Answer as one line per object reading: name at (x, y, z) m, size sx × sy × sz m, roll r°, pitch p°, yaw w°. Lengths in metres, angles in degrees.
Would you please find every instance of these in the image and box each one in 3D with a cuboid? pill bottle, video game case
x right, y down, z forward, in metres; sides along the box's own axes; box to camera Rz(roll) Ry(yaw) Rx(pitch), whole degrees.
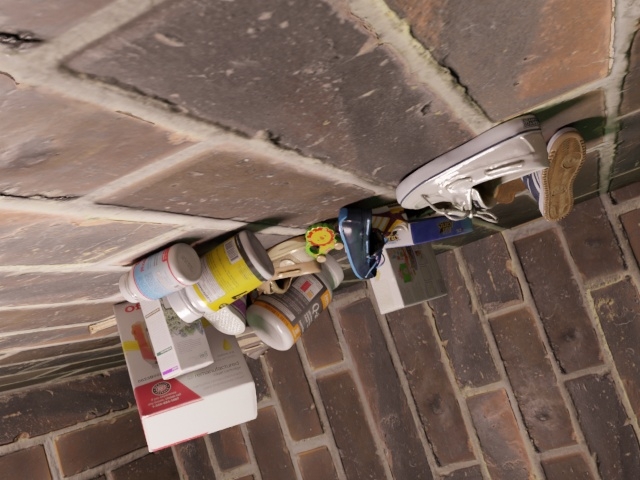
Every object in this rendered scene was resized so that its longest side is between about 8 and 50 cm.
pill bottle at (-0.211, 0.077, 1.483) m, size 0.209 × 0.119 × 0.119 m, roll -31°, pitch 169°, yaw 8°
pill bottle at (-0.066, 0.160, 1.992) m, size 0.278 × 0.162 × 0.162 m, roll -46°, pitch -174°, yaw -29°
pill bottle at (-0.322, 0.070, 1.421) m, size 0.160 × 0.087 × 0.087 m, roll -23°, pitch 170°, yaw 26°
video game case at (0.241, -0.023, 1.955) m, size 0.270 × 0.061 × 0.244 m, roll -11°, pitch -177°, yaw -44°

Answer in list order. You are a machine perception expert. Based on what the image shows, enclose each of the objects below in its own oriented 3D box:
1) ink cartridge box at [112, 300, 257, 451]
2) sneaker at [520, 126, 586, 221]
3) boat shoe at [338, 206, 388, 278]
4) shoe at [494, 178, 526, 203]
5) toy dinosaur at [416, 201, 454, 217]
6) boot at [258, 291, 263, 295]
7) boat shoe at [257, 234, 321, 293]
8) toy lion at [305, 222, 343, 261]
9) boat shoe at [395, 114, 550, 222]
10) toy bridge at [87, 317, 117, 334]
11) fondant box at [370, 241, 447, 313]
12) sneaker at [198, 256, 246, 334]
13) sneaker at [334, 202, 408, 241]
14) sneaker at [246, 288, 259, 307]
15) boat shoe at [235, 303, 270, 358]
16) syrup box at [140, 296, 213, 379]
ink cartridge box at (-0.355, 0.306, 1.835) m, size 0.279 × 0.384 × 0.160 m, roll -16°, pitch 135°, yaw -16°
sneaker at (0.524, -0.184, 1.642) m, size 0.099 × 0.153 × 0.282 m, roll -16°, pitch 141°, yaw -1°
boat shoe at (0.110, 0.017, 1.663) m, size 0.089 × 0.108 × 0.258 m, roll -7°, pitch 151°, yaw 13°
shoe at (0.500, -0.156, 1.870) m, size 0.077 × 0.058 × 0.219 m, roll 12°, pitch 166°, yaw 2°
toy dinosaur at (0.336, -0.101, 1.914) m, size 0.183 × 0.053 × 0.092 m, roll -14°, pitch -171°, yaw 20°
boot at (-0.176, 0.208, 2.514) m, size 0.284 × 0.109 × 0.220 m, roll -15°, pitch 170°, yaw -9°
boat shoe at (-0.135, 0.090, 1.863) m, size 0.122 × 0.110 × 0.341 m, roll -10°, pitch 167°, yaw -46°
toy lion at (0.000, 0.000, 1.710) m, size 0.096 × 0.034 × 0.100 m, roll 30°, pitch 128°, yaw -30°
boat shoe at (0.304, -0.102, 1.422) m, size 0.136 × 0.156 × 0.367 m, roll -10°, pitch 168°, yaw -43°
toy bridge at (-0.595, 0.240, 2.128) m, size 0.188 × 0.026 × 0.063 m, roll -14°, pitch 169°, yaw -30°
fondant box at (0.284, 0.100, 2.383) m, size 0.096 × 0.238 × 0.330 m, roll -23°, pitch 170°, yaw 33°
sneaker at (-0.253, 0.087, 1.676) m, size 0.102 × 0.161 × 0.282 m, roll -6°, pitch 143°, yaw 15°
sneaker at (0.128, -0.032, 1.735) m, size 0.186 × 0.083 × 0.069 m, roll -17°, pitch 171°, yaw -12°
sneaker at (-0.274, 0.182, 2.218) m, size 0.121 × 0.099 × 0.262 m, roll -15°, pitch 171°, yaw 8°
boat shoe at (-0.202, 0.273, 2.101) m, size 0.356 × 0.130 × 0.132 m, roll -8°, pitch -150°, yaw -10°
syrup box at (-0.344, 0.196, 1.668) m, size 0.093 × 0.236 × 0.096 m, roll -11°, pitch 169°, yaw -43°
